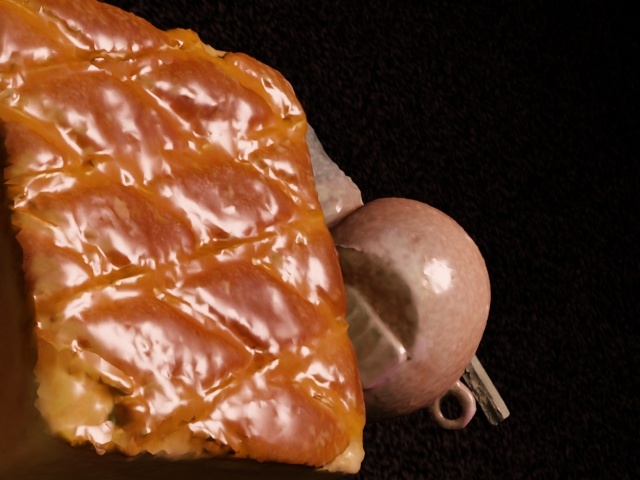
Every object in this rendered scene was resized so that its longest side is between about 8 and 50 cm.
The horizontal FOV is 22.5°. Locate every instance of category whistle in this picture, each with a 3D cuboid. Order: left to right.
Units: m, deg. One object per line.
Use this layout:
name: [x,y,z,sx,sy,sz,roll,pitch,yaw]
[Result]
whistle: [0.000,0.000,1.207,0.348,0.189,0.189,51,33,5]

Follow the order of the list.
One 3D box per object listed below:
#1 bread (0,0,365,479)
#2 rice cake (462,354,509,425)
bread: [-0.139,0.025,0.940,0.279,0.207,0.279,18,55,-49]
rice cake: [0.131,0.108,1.429,0.121,0.021,0.022,59,23,-6]
